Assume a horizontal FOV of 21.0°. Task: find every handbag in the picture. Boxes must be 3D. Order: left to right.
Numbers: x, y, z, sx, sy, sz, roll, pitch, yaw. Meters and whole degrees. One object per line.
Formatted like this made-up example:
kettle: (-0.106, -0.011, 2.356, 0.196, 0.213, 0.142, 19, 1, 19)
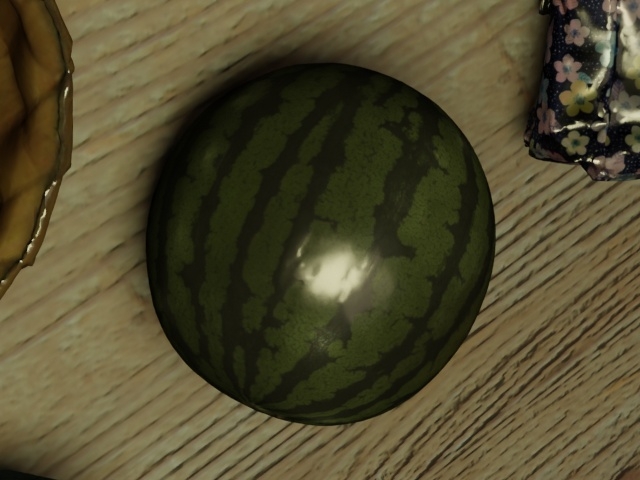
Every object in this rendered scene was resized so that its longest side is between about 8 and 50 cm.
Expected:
handbag: (0.231, -0.149, 1.154, 0.228, 0.127, 0.208, -6, 108, -33)

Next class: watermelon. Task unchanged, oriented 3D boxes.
watermelon: (0.000, 0.000, 1.007, 0.212, 0.212, 0.212, -16, 120, -30)

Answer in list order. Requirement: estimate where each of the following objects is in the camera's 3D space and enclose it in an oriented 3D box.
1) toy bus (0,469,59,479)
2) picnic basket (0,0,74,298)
toy bus: (-0.262, 0.229, 0.935, 0.323, 0.162, 0.194, 2, 87, -36)
picnic basket: (-0.241, -0.037, 0.743, 0.337, 0.337, 0.293, -1, 111, -36)
